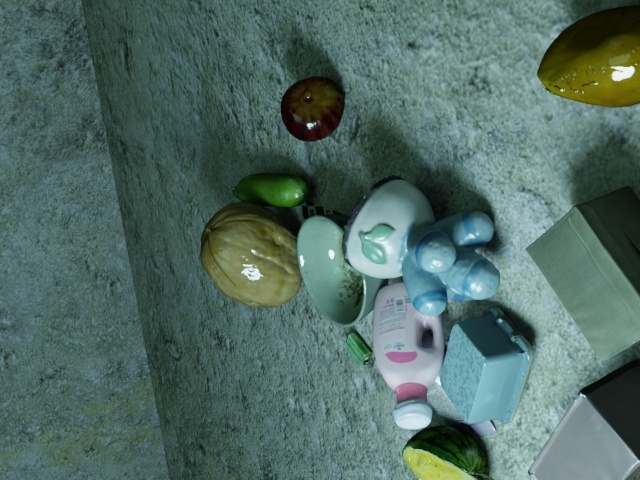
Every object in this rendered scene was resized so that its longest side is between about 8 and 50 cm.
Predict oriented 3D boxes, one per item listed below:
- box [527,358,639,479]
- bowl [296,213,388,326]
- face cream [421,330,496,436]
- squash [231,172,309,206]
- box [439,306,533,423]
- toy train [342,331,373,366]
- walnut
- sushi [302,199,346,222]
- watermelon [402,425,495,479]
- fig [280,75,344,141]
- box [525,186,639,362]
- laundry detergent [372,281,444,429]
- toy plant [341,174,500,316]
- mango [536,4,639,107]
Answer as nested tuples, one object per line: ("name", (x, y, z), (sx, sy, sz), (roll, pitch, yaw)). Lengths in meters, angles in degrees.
("box", (0.515, 0.368, 1.403), (0.153, 0.188, 0.252), (49, 139, 32))
("bowl", (0.077, 0.057, 1.947), (0.289, 0.146, 0.289), (34, 134, 46))
("face cream", (0.288, 0.343, 1.838), (0.273, 0.096, 0.154), (56, 144, 0))
("squash", (-0.152, -0.143, 2.237), (0.379, 0.101, 0.101), (6, 110, 57))
("box", (0.348, 0.269, 1.657), (0.162, 0.130, 0.227), (-123, 31, -49))
("toy train", (0.103, 0.293, 2.127), (0.093, 0.038, 0.056), (51, 136, 30))
("walnut", (-0.182, 0.041, 2.194), (0.252, 0.313, 0.277), (-56, 32, 13))
("sushi", (0.000, 0.000, 2.132), (0.210, 0.040, 0.192), (20, 121, 51))
("watermelon", (0.304, 0.503, 1.830), (0.204, 0.127, 0.232), (38, 149, -8))
("fig", (-0.023, -0.300, 1.918), (0.148, 0.149, 0.202), (40, 140, 32))
("box", (0.492, 0.052, 1.313), (0.231, 0.149, 0.155), (59, 145, 19))
("laundry detergent", (0.196, 0.248, 1.732), (0.088, 0.159, 0.335), (70, -164, -49))
("toy plant", (0.234, 0.028, 1.651), (0.332, 0.247, 0.247), (32, 131, 36))
("mango", (0.445, -0.277, 1.213), (0.249, 0.156, 0.151), (5, 111, 53))
